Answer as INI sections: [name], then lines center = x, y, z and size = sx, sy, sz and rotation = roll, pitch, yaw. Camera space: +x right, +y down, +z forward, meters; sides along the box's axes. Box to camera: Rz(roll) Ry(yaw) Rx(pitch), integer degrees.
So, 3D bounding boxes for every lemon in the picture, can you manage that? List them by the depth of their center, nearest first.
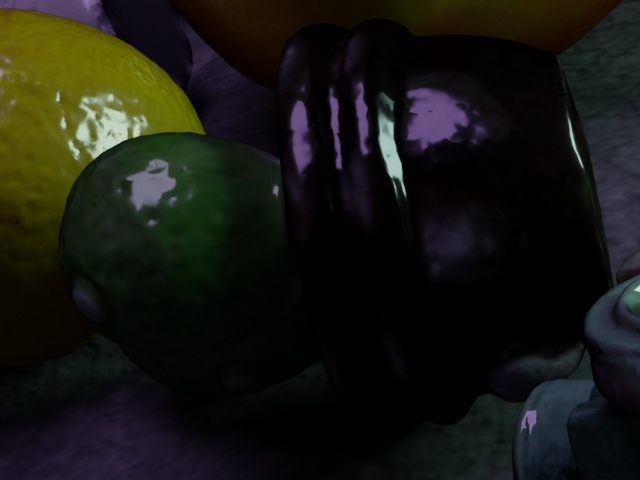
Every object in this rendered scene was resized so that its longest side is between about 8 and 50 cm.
[lemon]
center = -0.156, -0.027, 0.884
size = 0.244, 0.187, 0.187
rotation = 4, 10, -34

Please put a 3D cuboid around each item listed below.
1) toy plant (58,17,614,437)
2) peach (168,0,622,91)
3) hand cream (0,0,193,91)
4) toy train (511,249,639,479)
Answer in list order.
[toy plant]
center = 0.000, 0.000, 0.733
size = 0.235, 0.175, 0.218
rotation = -11, -11, 11
[peach]
center = 0.042, -0.270, 1.013
size = 0.388, 0.388, 0.388
rotation = -16, 26, 8
[hand cream]
center = -0.262, -0.083, 1.180
size = 0.358, 0.118, 0.185
rotation = -19, 28, 20
[toy train]
center = 0.219, 0.046, 0.530
size = 0.304, 0.150, 0.221
rotation = -3, 20, 35
